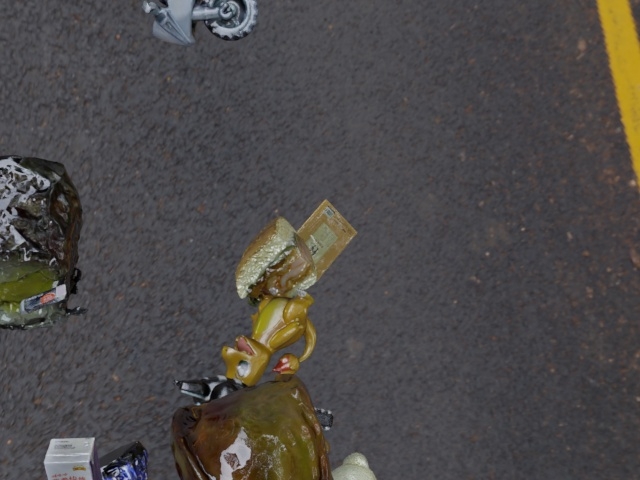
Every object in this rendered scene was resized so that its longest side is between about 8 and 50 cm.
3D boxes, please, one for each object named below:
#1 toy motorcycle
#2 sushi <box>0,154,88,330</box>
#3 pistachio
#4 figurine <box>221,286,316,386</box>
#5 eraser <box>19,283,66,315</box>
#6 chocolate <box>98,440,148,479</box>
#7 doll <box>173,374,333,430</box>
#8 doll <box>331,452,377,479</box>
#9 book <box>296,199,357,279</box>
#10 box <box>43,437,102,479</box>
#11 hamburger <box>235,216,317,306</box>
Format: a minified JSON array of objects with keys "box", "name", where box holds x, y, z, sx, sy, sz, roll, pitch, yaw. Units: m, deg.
[{"box":[-0.207,-0.392,1.114,0.159,0.106,0.271,-30,101,8],"name":"toy motorcycle"},{"box":[-0.645,0.016,1.653,0.281,0.300,0.294,-4,55,-10],"name":"sushi"},{"box":[-0.054,0.188,0.682,0.165,0.210,0.131,27,101,7],"name":"pistachio"},{"box":[-0.073,0.163,1.180,0.176,0.121,0.122,-44,119,-30],"name":"figurine"},{"box":[-0.509,0.108,1.436,0.099,0.019,0.027,-20,56,3],"name":"eraser"},{"box":[-0.343,0.556,1.442,0.148,0.126,0.344,-13,83,-54],"name":"chocolate"},{"box":[-0.092,0.222,1.045,0.219,0.091,0.067,16,79,-10],"name":"doll"},{"box":[0.110,0.588,1.617,0.175,0.149,0.278,-40,52,-13],"name":"doll"},{"box":[0.000,0.000,1.884,0.118,0.012,0.172,47,66,-12],"name":"book"},{"box":[-0.269,0.270,0.866,0.050,0.117,0.036,-2,35,-4],"name":"box"},{"box":[-0.099,0.028,1.565,0.135,0.155,0.208,54,13,-24],"name":"hamburger"}]
